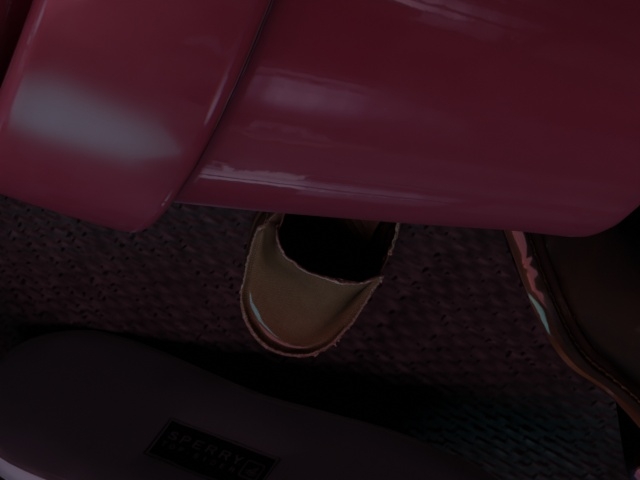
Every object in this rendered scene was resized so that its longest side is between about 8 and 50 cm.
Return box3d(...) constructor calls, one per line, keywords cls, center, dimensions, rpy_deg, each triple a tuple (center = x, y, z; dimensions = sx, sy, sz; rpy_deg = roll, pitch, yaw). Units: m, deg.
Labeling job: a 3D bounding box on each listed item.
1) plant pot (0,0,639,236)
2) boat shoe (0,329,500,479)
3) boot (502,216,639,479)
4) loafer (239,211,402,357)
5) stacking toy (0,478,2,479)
box3d(cls="plant pot", center=(0.012, -0.087, 0.498), dimensions=(0.180, 0.201, 0.201), rpy_deg=(16, 138, -14))
box3d(cls="boat shoe", center=(-0.017, 0.140, 0.736), dimensions=(0.306, 0.113, 0.105), rpy_deg=(17, 141, 26))
box3d(cls="boot", center=(0.136, 0.015, 0.629), dimensions=(0.106, 0.082, 0.219), rpy_deg=(-25, 118, 15))
box3d(cls="loafer", center=(0.000, 0.000, 0.670), dimensions=(0.056, 0.050, 0.148), rpy_deg=(24, 136, 0))
box3d(cls="stacking toy", center=(-0.190, 0.162, 0.849), dimensions=(0.175, 0.165, 0.302), rpy_deg=(-11, 138, 24))
